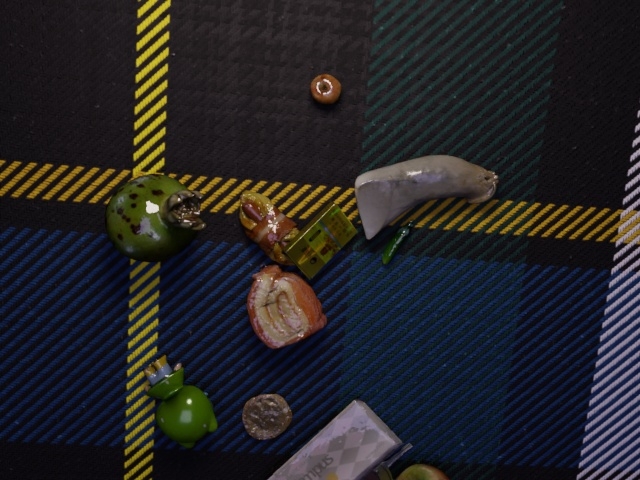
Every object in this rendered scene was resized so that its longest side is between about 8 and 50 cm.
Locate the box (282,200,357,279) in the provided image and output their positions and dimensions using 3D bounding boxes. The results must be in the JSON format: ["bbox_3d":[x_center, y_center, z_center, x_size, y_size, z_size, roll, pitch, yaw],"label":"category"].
[{"bbox_3d":[0.000,0.000,1.522,0.193,0.030,0.121,-45,123,-9],"label":"box"}]

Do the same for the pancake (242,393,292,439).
[{"bbox_3d":[-0.158,0.523,1.642,0.151,0.025,0.152,0,98,-3],"label":"pancake"}]

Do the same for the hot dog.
[{"bbox_3d":[-0.133,-0.025,1.520,0.261,0.093,0.123,42,94,-8],"label":"hot dog"}]

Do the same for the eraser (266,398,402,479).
[{"bbox_3d":[0.032,0.668,1.639,0.397,0.082,0.213,-44,89,4],"label":"eraser"}]

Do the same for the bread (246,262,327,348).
[{"bbox_3d":[-0.110,0.181,1.541,0.190,0.123,0.244,-29,98,3],"label":"bread"}]

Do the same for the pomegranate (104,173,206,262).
[{"bbox_3d":[-0.415,-0.052,1.390,0.242,0.306,0.242,-3,97,-22],"label":"pomegranate"}]

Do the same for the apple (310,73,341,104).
[{"bbox_3d":[0.015,-0.403,1.480,0.084,0.071,0.084,0,93,2],"label":"apple"}]

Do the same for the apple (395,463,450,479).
[{"bbox_3d":[0.307,0.776,1.637,0.207,0.174,0.188,-34,119,1],"label":"apple"}]

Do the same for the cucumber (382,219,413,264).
[{"bbox_3d":[0.218,0.002,1.573,0.037,0.037,0.155,32,96,-8],"label":"cucumber"}]

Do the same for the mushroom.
[{"bbox_3d":[0.288,-0.146,1.510,0.397,0.126,0.177,-17,110,-1],"label":"mushroom"}]

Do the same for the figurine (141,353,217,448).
[{"bbox_3d":[-0.406,0.455,1.567,0.162,0.143,0.263,-35,89,-3],"label":"figurine"}]

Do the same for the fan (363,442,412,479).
[{"bbox_3d":[0.150,0.729,1.698,0.335,0.011,0.229,-41,98,3],"label":"fan"}]
